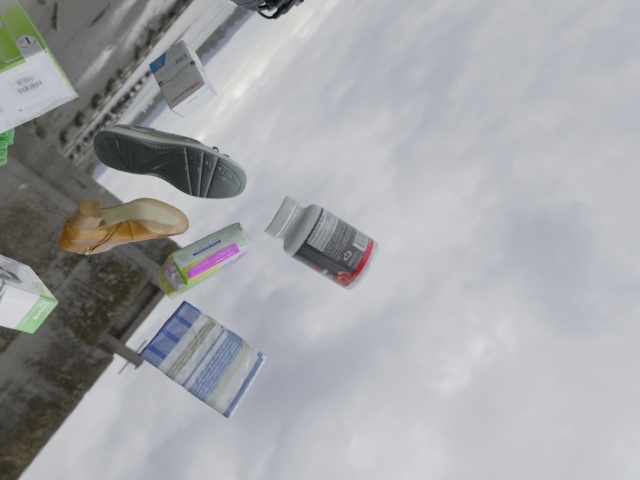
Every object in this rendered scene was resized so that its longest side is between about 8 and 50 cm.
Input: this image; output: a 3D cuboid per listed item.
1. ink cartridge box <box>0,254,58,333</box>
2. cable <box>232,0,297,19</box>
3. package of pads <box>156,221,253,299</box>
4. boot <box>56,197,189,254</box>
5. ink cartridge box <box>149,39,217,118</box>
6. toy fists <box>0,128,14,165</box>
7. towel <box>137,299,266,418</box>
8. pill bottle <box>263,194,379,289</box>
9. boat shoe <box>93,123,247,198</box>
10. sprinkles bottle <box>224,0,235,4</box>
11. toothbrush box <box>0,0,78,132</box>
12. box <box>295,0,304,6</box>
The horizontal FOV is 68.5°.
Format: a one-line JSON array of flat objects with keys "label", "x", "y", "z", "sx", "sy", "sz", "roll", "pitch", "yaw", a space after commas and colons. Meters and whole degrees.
[{"label": "ink cartridge box", "x": -0.854, "y": 0.111, "z": 1.198, "sx": 0.198, "sy": 0.273, "sz": 0.114, "roll": 34, "pitch": -98, "yaw": 30}, {"label": "cable", "x": -0.052, "y": -0.372, "z": 0.577, "sx": 0.184, "sy": 0.151, "sz": 0.047, "roll": -41, "pitch": -120, "yaw": 22}, {"label": "package of pads", "x": -0.350, "y": 0.069, "z": 1.380, "sx": 0.229, "sy": 0.101, "sz": 0.296, "roll": -31, "pitch": 179, "yaw": -30}, {"label": "boot", "x": -0.528, "y": -0.027, "z": 1.262, "sx": 0.211, "sy": 0.295, "sz": 0.104, "roll": -35, "pitch": -121, "yaw": 44}, {"label": "ink cartridge box", "x": -0.433, "y": -0.506, "z": 1.479, "sx": 0.140, "sy": 0.190, "sz": 0.082, "roll": -31, "pitch": 165, "yaw": 11}, {"label": "toy fists", "x": -0.821, "y": -0.317, "z": 1.171, "sx": 0.142, "sy": 0.096, "sz": 0.279, "roll": 34, "pitch": -68, "yaw": 42}, {"label": "towel", "x": -0.297, "y": 0.306, "z": 1.228, "sx": 0.034, "sy": 0.285, "sz": 0.209, "roll": -49, "pitch": -173, "yaw": 43}, {"label": "pill bottle", "x": 0.000, "y": 0.000, "z": 1.403, "sx": 0.176, "sy": 0.319, "sz": 0.176, "roll": -56, "pitch": -169, "yaw": 16}, {"label": "boat shoe", "x": -0.311, "y": -0.179, "z": 1.014, "sx": 0.103, "sy": 0.321, "sz": 0.118, "roll": -82, "pitch": -174, "yaw": -55}, {"label": "sprinkles bottle", "x": -0.294, "y": -0.557, "z": 0.848, "sx": 0.121, "sy": 0.356, "sz": 0.121, "roll": -15, "pitch": -109, "yaw": 52}, {"label": "toothbrush box", "x": -0.606, "y": -0.339, "z": 0.837, "sx": 0.206, "sy": 0.283, "sz": 0.122, "roll": -32, "pitch": 158, "yaw": -14}, {"label": "box", "x": -0.053, "y": -0.473, "z": 0.838, "sx": 0.062, "sy": 0.083, "sz": 0.052, "roll": -57, "pitch": -158, "yaw": 6}]
